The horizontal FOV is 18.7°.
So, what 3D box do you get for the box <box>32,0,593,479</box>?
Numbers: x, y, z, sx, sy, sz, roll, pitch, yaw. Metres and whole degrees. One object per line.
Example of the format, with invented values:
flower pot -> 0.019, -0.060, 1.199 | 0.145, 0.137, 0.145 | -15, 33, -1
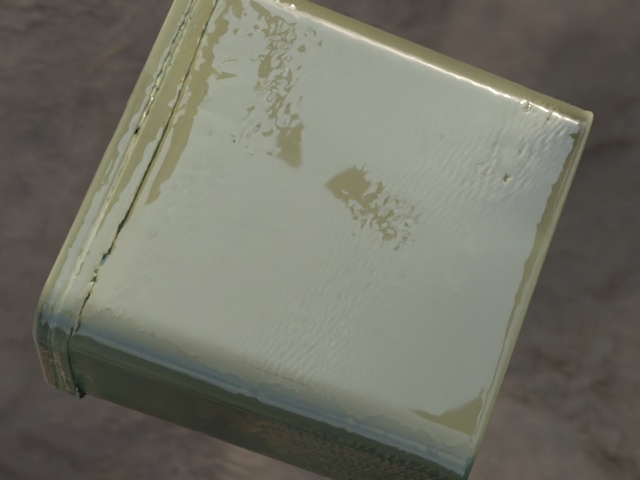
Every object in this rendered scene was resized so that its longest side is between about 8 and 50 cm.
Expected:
box -> 0.000, 0.000, 1.539 | 0.177, 0.344, 0.352 | 102, 9, -67
